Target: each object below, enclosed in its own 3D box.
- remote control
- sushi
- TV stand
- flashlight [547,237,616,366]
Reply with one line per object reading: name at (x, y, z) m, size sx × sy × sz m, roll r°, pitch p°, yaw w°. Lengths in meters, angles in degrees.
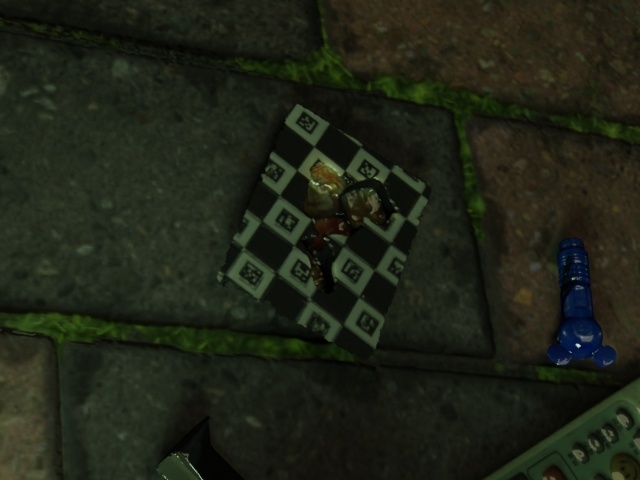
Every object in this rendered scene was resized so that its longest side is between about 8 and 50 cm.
remote control at (0.223, 0.198, 1.390) m, size 0.285 × 0.038 × 0.123 m, roll -24°, pitch 77°, yaw -37°
sushi at (0.000, 0.000, 1.374) m, size 0.139 × 0.031 × 0.201 m, roll 32°, pitch 49°, yaw -11°
TV stand at (-0.008, 0.232, 1.234) m, size 0.256 × 0.040 × 0.049 m, roll 46°, pitch 51°, yaw -1°
flashlight at (0.214, 0.054, 1.469) m, size 0.057 × 0.035 × 0.121 m, roll 1°, pitch 57°, yaw -2°
